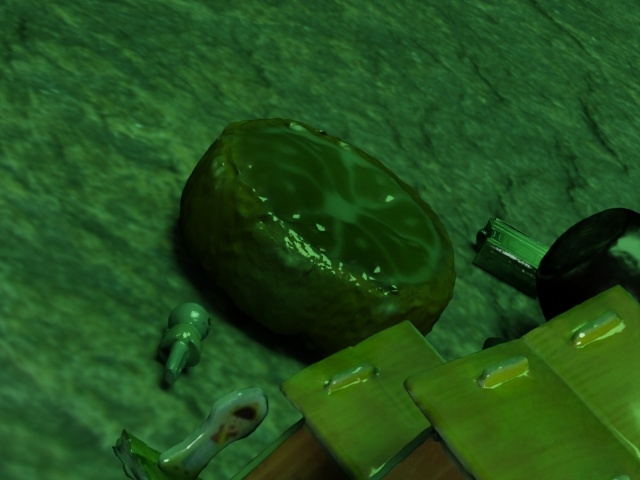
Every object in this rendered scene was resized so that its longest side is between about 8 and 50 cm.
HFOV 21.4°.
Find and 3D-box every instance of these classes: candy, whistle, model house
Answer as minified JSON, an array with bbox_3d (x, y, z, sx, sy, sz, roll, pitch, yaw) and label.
[{"bbox_3d":[0.000,0.000,1.498,0.259,0.118,0.260,26,30,-17],"label":"candy"},{"bbox_3d":[-0.109,0.080,1.337,0.035,0.035,0.100,27,29,-7],"label":"whistle"},{"bbox_3d":[0.118,0.182,1.100,0.300,0.323,0.340,51,4,34],"label":"model house"}]

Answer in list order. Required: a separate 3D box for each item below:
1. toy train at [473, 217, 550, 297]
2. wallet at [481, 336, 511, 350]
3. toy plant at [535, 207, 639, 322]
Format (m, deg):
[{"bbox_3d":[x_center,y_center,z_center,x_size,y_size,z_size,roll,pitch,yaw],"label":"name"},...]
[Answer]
[{"bbox_3d":[0.201,0.018,1.737,0.093,0.038,0.056,30,30,-1],"label":"toy train"},{"bbox_3d":[0.193,0.191,1.435,0.168,0.052,0.245,28,32,-4],"label":"wallet"},{"bbox_3d":[0.314,0.088,1.614,0.235,0.175,0.218,54,32,-14],"label":"toy plant"}]
